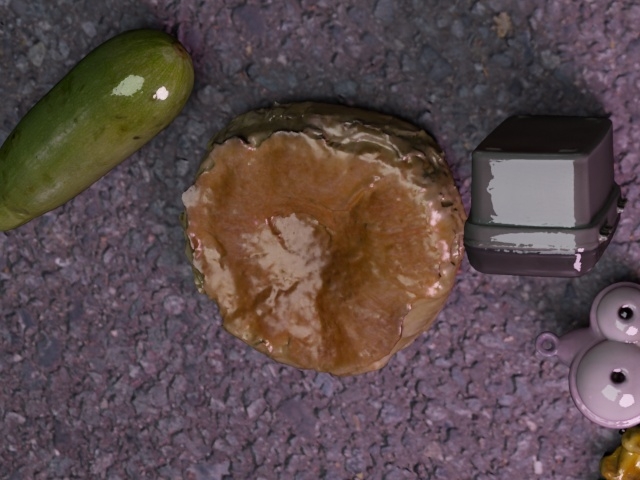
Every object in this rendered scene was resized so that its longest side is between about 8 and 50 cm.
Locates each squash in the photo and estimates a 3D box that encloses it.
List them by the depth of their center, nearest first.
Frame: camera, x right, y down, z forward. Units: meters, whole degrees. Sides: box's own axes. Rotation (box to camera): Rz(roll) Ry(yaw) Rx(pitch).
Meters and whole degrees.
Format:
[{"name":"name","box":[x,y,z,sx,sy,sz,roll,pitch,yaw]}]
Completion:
[{"name":"squash","box":[-0.282,-0.112,2.091,0.370,0.118,0.118,-35,99,31]}]

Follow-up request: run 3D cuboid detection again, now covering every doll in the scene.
[{"name":"doll","box":[0.407,0.124,1.969,0.365,0.094,0.160,3,86,11]}]

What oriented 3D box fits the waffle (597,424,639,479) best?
[{"name":"waffle","box":[0.451,0.312,2.064,0.329,0.062,0.329,7,113,15]}]

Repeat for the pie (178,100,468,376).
[{"name":"pie","box":[0.000,0.000,2.064,0.339,0.083,0.339,6,116,13]}]

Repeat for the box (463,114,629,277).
[{"name":"box","box":[0.228,-0.048,1.899,0.148,0.210,0.129,3,106,17]}]
